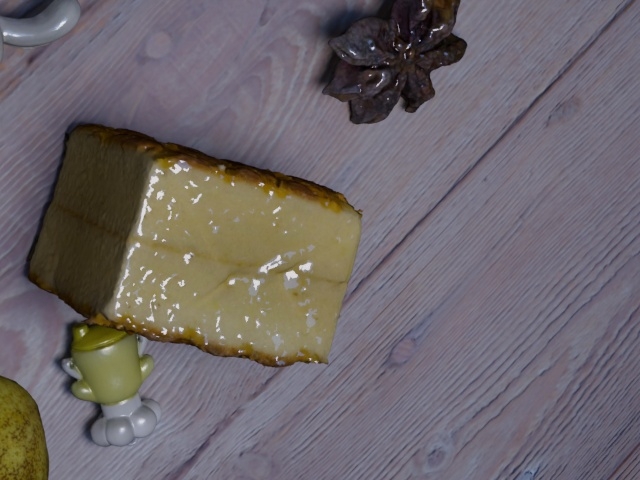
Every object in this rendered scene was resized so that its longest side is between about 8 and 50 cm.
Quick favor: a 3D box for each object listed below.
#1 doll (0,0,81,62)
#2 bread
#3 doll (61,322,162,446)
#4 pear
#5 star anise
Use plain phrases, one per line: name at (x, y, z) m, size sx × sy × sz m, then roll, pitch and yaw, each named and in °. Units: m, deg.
doll at (-0.403, -0.206, 1.607) m, size 0.252 × 0.111 × 0.237 m, roll 30°, pitch 85°, yaw -27°
bread at (-0.135, 0.005, 1.698) m, size 0.279 × 0.279 × 0.207 m, roll 16°, pitch 90°, yaw -27°
doll at (-0.238, 0.165, 1.795) m, size 0.106 × 0.062 × 0.163 m, roll -19°, pitch 108°, yaw -18°
pear at (-0.381, 0.233, 1.665) m, size 0.197 × 0.197 × 0.197 m, roll -6°, pitch 103°, yaw -26°
star anise at (0.096, -0.217, 1.866) m, size 0.212 × 0.073 × 0.197 m, roll -38°, pitch 146°, yaw -12°
